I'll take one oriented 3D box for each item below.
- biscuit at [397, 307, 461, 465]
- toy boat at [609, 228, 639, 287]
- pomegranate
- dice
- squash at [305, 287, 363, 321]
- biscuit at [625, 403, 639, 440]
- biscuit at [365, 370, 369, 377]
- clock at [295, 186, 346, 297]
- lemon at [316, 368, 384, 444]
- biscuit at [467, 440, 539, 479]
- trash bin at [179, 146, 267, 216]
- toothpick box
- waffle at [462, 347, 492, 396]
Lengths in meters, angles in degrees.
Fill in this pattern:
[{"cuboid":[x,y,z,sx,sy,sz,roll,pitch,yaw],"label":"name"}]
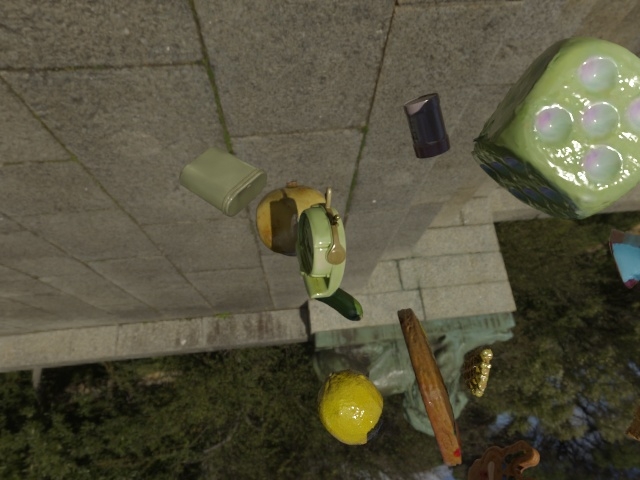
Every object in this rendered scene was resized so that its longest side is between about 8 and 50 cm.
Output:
[{"cuboid":[0.236,0.299,0.884,0.052,0.262,0.277,-18,116,9],"label":"biscuit"},{"cuboid":[0.725,0.033,0.965,0.079,0.136,0.392,-18,170,38],"label":"toy boat"},{"cuboid":[-0.116,-0.096,1.771,0.332,0.333,0.333,-5,158,-2],"label":"pomegranate"},{"cuboid":[0.468,-0.209,0.804,0.250,0.254,0.252,-52,179,5],"label":"dice"},{"cuboid":[0.048,0.192,1.370,0.219,0.077,0.068,26,172,22],"label":"squash"},{"cuboid":[0.821,0.386,0.955,0.033,0.224,0.144,49,162,-14],"label":"biscuit"},{"cuboid":[0.178,0.628,1.771,0.018,0.147,0.071,22,174,12],"label":"biscuit"},{"cuboid":[0.000,0.000,1.209,0.096,0.235,0.308,-4,137,-16],"label":"clock"},{"cuboid":[0.087,0.489,1.224,0.192,0.231,0.192,-37,-179,1],"label":"lemon"},{"cuboid":[0.627,0.819,1.443,0.047,0.202,0.334,27,140,-8],"label":"biscuit"},{"cuboid":[-0.372,-0.232,1.589,0.247,0.243,0.121,29,143,14],"label":"trash bin"},{"cuboid":[0.289,-0.310,1.124,0.098,0.098,0.149,-13,114,18],"label":"toothpick box"},{"cuboid":[0.453,0.363,1.207,0.046,0.161,0.192,7,-170,9],"label":"waffle"}]
